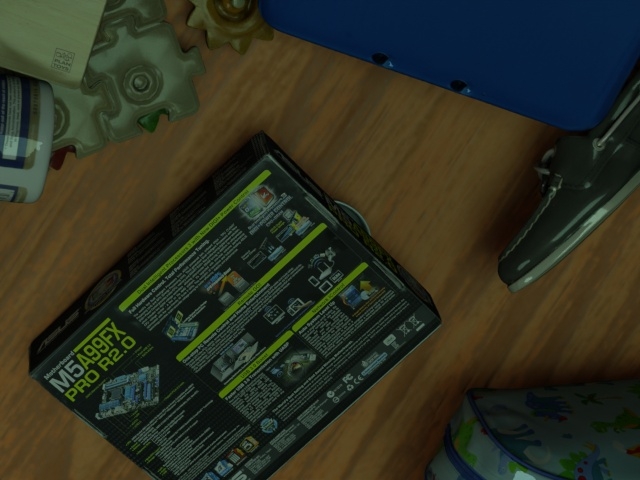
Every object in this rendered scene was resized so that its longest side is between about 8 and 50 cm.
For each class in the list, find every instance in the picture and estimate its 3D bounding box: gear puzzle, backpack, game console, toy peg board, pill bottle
[{"bbox_3d":[-0.188,-0.155,1.319,0.339,0.044,0.175,-22,109,-10],"label":"gear puzzle"},{"bbox_3d":[0.260,0.240,1.439,0.356,0.290,0.273,-13,116,0],"label":"backpack"},{"bbox_3d":[0.130,-0.260,1.294,0.293,0.173,0.250,19,72,-7],"label":"game console"},{"bbox_3d":[-0.228,-0.214,1.239,0.161,0.079,0.160,17,100,-8],"label":"toy peg board"},{"bbox_3d":[-0.285,-0.082,1.234,0.169,0.094,0.094,7,105,-18],"label":"pill bottle"}]

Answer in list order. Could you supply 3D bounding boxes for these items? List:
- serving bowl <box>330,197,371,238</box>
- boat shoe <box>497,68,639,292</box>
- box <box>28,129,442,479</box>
[{"bbox_3d":[0.000,0.000,1.416,0.083,0.027,0.083,-3,113,-7],"label":"serving bowl"},{"bbox_3d":[0.254,-0.098,1.421,0.335,0.112,0.095,-44,86,-2],"label":"boat shoe"},{"bbox_3d":[-0.070,0.077,1.390,0.270,0.060,0.216,-43,112,10],"label":"box"}]
